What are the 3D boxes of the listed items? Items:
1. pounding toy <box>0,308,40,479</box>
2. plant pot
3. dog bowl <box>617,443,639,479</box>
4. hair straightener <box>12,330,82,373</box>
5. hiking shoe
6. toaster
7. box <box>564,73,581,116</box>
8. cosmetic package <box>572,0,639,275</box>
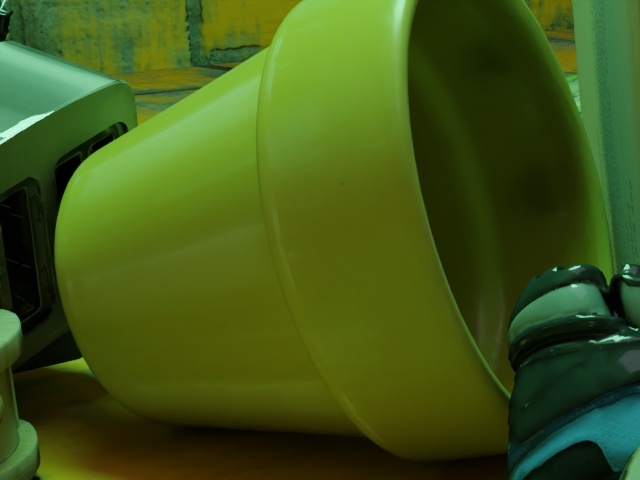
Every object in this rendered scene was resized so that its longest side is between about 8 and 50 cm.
[{"bbox_3d":[-0.234,0.056,0.796,0.269,0.155,0.154,6,19,34],"label":"pounding toy"},{"bbox_3d":[0.000,0.000,0.858,0.239,0.254,0.254,-14,6,27],"label":"plant pot"},{"bbox_3d":[0.270,0.133,0.355,0.407,0.150,0.408,-3,12,1],"label":"dog bowl"},{"bbox_3d":[-0.248,0.074,0.974,0.230,0.047,0.089,-9,13,-25],"label":"hair straightener"},{"bbox_3d":[0.222,0.091,0.669,0.304,0.132,0.113,1,-25,23],"label":"hiking shoe"},{"bbox_3d":[-0.192,-0.019,0.928,0.110,0.186,0.168,18,36,29],"label":"toaster"},{"bbox_3d":[0.267,-0.076,1.402,0.242,0.117,0.213,3,13,20],"label":"box"},{"bbox_3d":[0.316,-0.119,0.901,0.329,0.328,0.394,-6,14,5],"label":"cosmetic package"}]
